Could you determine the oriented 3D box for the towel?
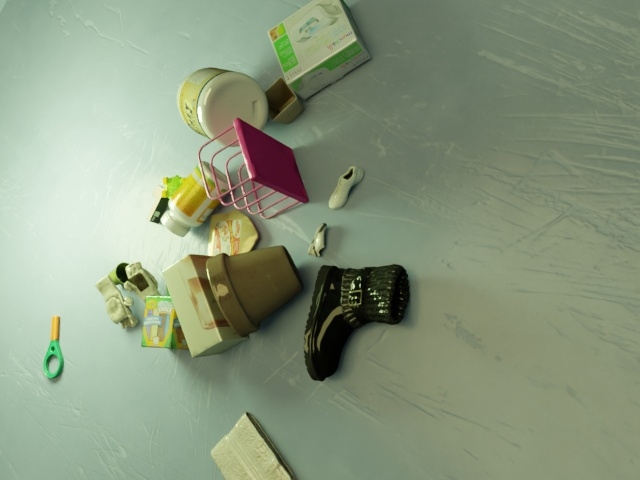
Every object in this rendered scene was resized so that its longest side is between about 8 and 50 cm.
[{"bbox_3d":[-0.199,0.675,1.753,0.187,0.049,0.282,-49,62,9],"label":"towel"}]

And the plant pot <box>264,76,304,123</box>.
[{"bbox_3d":[-0.118,-0.443,1.935,0.109,0.096,0.109,-39,64,14],"label":"plant pot"}]

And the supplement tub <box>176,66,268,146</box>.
[{"bbox_3d":[-0.327,-0.437,1.923,0.316,0.228,0.228,32,95,55],"label":"supplement tub"}]

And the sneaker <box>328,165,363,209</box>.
[{"bbox_3d":[0.067,-0.163,1.796,0.053,0.061,0.152,38,98,27],"label":"sneaker"}]

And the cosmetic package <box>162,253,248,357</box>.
[{"bbox_3d":[-0.362,0.202,1.870,0.129,0.153,0.296,-30,74,21],"label":"cosmetic package"}]

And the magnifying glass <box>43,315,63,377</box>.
[{"bbox_3d":[-1.009,0.403,2.256,0.092,0.026,0.231,-11,76,26],"label":"magnifying glass"}]

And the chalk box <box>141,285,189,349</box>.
[{"bbox_3d":[-0.486,0.247,1.952,0.132,0.132,0.213,-1,80,28],"label":"chalk box"}]

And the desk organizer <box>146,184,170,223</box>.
[{"bbox_3d":[-0.585,-0.130,2.139,0.050,0.047,0.130,28,92,32],"label":"desk organizer"}]

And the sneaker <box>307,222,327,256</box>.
[{"bbox_3d":[0.000,0.000,1.812,0.043,0.040,0.109,22,93,13],"label":"sneaker"}]

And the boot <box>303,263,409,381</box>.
[{"bbox_3d":[0.100,0.229,1.649,0.260,0.131,0.348,3,80,28],"label":"boot"}]

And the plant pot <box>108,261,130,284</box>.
[{"bbox_3d":[-0.723,0.129,2.142,0.079,0.083,0.083,-21,69,36],"label":"plant pot"}]

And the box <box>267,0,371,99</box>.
[{"bbox_3d":[-0.005,-0.623,1.903,0.261,0.126,0.231,-27,66,19],"label":"box"}]

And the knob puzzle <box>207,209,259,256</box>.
[{"bbox_3d":[-0.282,-0.006,1.961,0.213,0.030,0.213,-7,75,27],"label":"knob puzzle"}]

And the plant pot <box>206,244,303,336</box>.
[{"bbox_3d":[-0.183,0.124,1.774,0.229,0.263,0.263,-26,67,2],"label":"plant pot"}]

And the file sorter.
[{"bbox_3d":[-0.209,-0.201,1.820,0.182,0.290,0.202,-27,67,23],"label":"file sorter"}]

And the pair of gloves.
[{"bbox_3d":[-0.661,0.195,2.062,0.240,0.042,0.204,-24,96,22],"label":"pair of gloves"}]

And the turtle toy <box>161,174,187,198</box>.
[{"bbox_3d":[-0.507,-0.167,2.094,0.095,0.066,0.130,3,81,4],"label":"turtle toy"}]

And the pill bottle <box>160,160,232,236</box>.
[{"bbox_3d":[-0.422,-0.134,2.002,0.246,0.136,0.136,-48,62,10],"label":"pill bottle"}]
